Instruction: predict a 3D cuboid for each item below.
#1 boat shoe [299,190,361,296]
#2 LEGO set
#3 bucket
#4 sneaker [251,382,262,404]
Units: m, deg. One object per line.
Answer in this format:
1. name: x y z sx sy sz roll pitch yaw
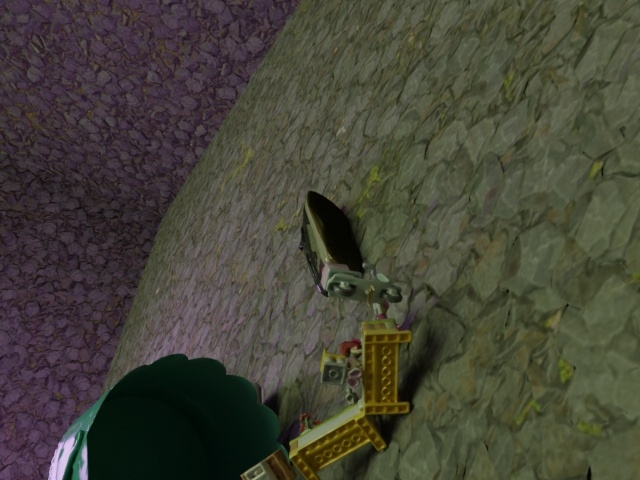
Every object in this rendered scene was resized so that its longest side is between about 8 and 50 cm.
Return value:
1. boat shoe: 0.001 0.001 1.002 0.073 0.080 0.223 -54 27 20
2. LEGO set: 0.019 0.156 0.723 0.107 0.132 0.286 -95 26 -70
3. bucket: -0.202 0.300 0.862 0.183 0.281 0.281 -33 37 44
4. sneaker: -0.179 0.332 1.045 0.281 0.115 0.105 -59 20 21
